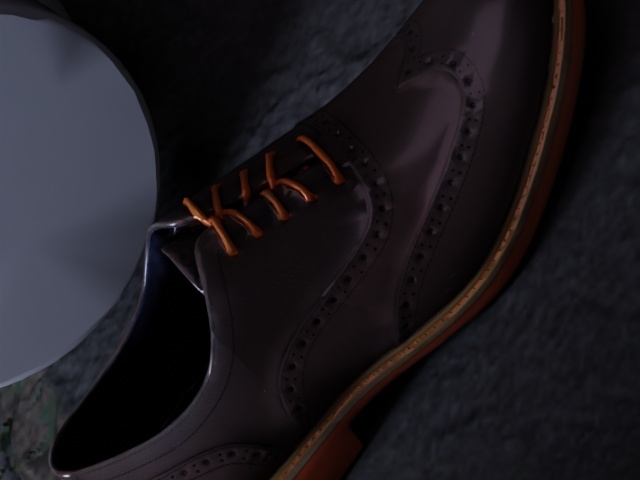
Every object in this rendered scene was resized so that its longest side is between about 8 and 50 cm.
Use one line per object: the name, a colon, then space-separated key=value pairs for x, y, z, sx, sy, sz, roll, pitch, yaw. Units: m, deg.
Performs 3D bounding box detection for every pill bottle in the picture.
pill bottle: x=-0.236 y=-0.070 z=0.924 sx=0.363 sy=0.210 sz=0.210 roll=30 pitch=93 yaw=50

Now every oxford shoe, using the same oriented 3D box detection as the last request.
oxford shoe: x=0.000 y=0.000 z=0.709 sx=0.271 sy=0.098 sz=0.097 roll=-58 pitch=39 yaw=7
